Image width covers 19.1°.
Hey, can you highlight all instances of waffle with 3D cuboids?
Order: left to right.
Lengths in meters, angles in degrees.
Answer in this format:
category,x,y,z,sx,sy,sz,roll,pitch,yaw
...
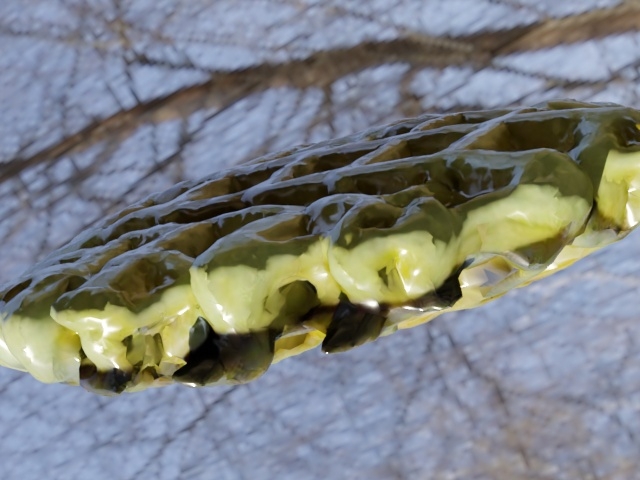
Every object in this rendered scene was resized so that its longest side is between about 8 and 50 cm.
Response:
category,x,y,z,sx,sy,sz,roll,pitch,yaw
waffle,0.000,0.000,0.575,0.214,0.208,0.054,-17,-82,-7
